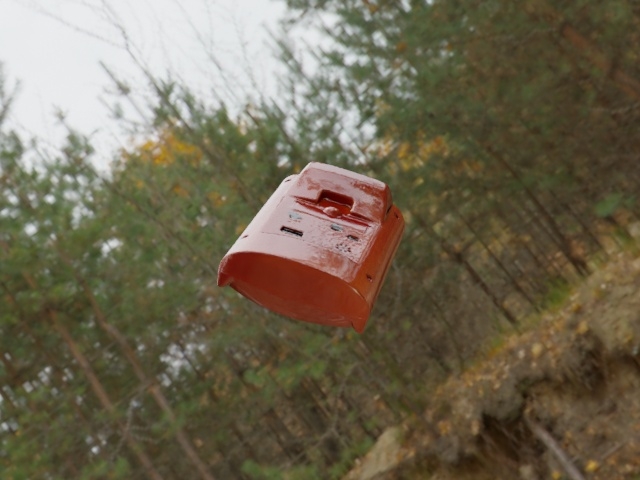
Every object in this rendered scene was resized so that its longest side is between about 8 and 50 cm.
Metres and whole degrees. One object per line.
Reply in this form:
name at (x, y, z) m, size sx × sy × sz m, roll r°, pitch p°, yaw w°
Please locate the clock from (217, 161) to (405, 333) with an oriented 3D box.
clock at (0.000, 0.000, 0.677) m, size 0.155 × 0.113 × 0.061 m, roll -61°, pitch -13°, yaw -59°
